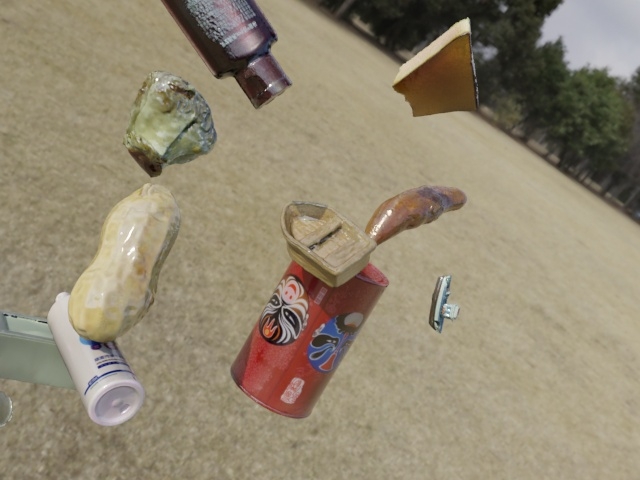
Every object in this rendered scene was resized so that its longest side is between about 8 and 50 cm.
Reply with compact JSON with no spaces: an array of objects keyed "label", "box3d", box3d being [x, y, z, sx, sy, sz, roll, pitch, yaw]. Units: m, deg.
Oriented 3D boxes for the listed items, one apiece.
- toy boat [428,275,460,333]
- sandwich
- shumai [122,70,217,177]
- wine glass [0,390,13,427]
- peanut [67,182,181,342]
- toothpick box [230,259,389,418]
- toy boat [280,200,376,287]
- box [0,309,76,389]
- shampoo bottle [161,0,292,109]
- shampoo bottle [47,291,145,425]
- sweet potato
[{"label":"toy boat","box3d":[0.294,0.151,1.737,0.066,0.140,0.059,14,7,22]},{"label":"sandwich","box3d":[0.217,-0.325,1.429,0.193,0.162,0.058,69,21,-51]},{"label":"shumai","box3d":[-0.297,-0.208,1.357,0.184,0.184,0.142,36,49,-5]},{"label":"wine glass","box3d":[-0.603,0.298,1.163,0.074,0.262,0.074,52,24,-34]},{"label":"peanut","box3d":[-0.310,0.033,1.207,0.130,0.290,0.130,15,-25,7]},{"label":"toothpick box","box3d":[-0.025,0.178,1.556,0.204,0.333,0.204,29,12,-7]},{"label":"toy boat","box3d":[0.000,0.000,1.345,0.116,0.061,0.188,-34,57,-28]},{"label":"box","box3d":[-0.496,0.202,1.362,0.225,0.086,0.129,17,7,-31]},{"label":"shampoo bottle","box3d":[-0.163,-0.358,1.157,0.323,0.129,0.084,54,-13,-7]},{"label":"shampoo bottle","box3d":[-0.387,0.177,1.239,0.092,0.092,0.303,24,14,-43]},{"label":"sweet potato","box3d":[0.220,-0.075,1.723,0.354,0.106,0.095,-26,26,-36]}]
